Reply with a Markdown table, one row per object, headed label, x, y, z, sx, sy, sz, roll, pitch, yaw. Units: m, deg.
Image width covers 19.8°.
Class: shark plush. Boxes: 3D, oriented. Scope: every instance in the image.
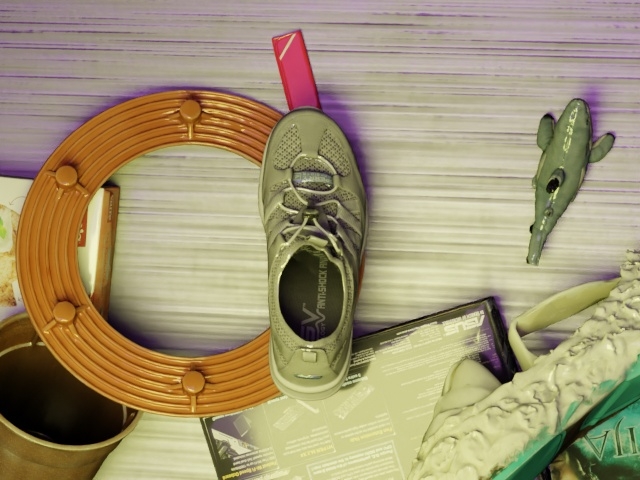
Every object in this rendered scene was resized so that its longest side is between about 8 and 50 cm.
| label | x | y | z | sx | sy | sz | roll | pitch | yaw |
| --- | --- | --- | --- | --- | --- | --- | --- | --- | --- |
| shark plush | 0.218 | -0.059 | 1.754 | 0.073 | 0.067 | 0.161 | 30 | 95 | 7 |

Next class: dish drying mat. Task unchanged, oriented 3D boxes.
| label | x | y | z | sx | sy | sz | roll | pitch | yaw |
| --- | --- | --- | --- | --- | --- | --- | --- | --- | --- |
| dish drying mat | -0.024 | -0.164 | 1.820 | 0.032 | 0.008 | 0.083 | -15 | 89 | 8 |

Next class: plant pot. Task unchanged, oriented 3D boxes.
| label | x | y | z | sx | sy | sz | roll | pitch | yaw |
| --- | --- | --- | --- | --- | --- | --- | --- | --- | --- |
| plant pot | -0.269 | 0.183 | 1.771 | 0.167 | 0.167 | 0.165 | 33 | 131 | 7 |

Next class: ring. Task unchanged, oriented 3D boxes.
| label | x | y | z | sx | sy | sz | roll | pitch | yaw |
| --- | --- | --- | --- | --- | --- | --- | --- | --- | --- |
| ring | -0.124 | 0.005 | 1.760 | 0.336 | 0.032 | 0.336 | 2 | 70 | -4 |

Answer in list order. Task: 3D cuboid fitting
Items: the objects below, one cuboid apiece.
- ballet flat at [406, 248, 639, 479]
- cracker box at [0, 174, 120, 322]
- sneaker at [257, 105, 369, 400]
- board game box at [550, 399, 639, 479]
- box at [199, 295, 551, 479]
| label | x | y | z | sx | sy | sz | roll | pitch | yaw |
| --- | --- | --- | --- | --- | --- | --- | --- | --- | --- |
| ballet flat | 0.196 | 0.141 | 1.677 | 0.409 | 0.147 | 0.147 | -33 | 85 | -24 |
| cracker box | -0.326 | 0.011 | 1.842 | 0.232 | 0.067 | 0.155 | 6 | 93 | 8 |
| sneaker | 0.000 | 0.000 | 1.691 | 0.105 | 0.115 | 0.281 | -2 | 70 | -5 |
| board game box | 0.307 | 0.187 | 1.738 | 0.186 | 0.026 | 0.126 | -10 | 59 | 9 |
| box | 0.057 | 0.212 | 1.781 | 0.307 | 0.076 | 0.242 | -18 | 88 | 9 |
